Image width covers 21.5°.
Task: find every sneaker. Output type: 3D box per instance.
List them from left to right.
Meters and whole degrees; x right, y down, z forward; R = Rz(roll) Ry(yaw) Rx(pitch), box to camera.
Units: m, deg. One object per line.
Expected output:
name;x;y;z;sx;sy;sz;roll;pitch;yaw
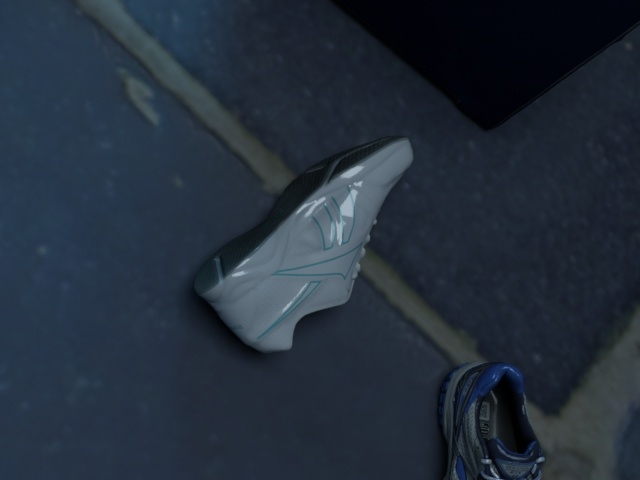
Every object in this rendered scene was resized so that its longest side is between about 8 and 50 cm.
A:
sneaker;0.000;0.000;0.908;0.152;0.054;0.061;-43;108;-25
sneaker;0.091;0.127;0.896;0.052;0.058;0.135;2;74;-22

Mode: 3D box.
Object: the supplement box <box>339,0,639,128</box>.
supplement box;0.152;-0.275;0.971;0.194;0.195;0.356;39;64;-7
